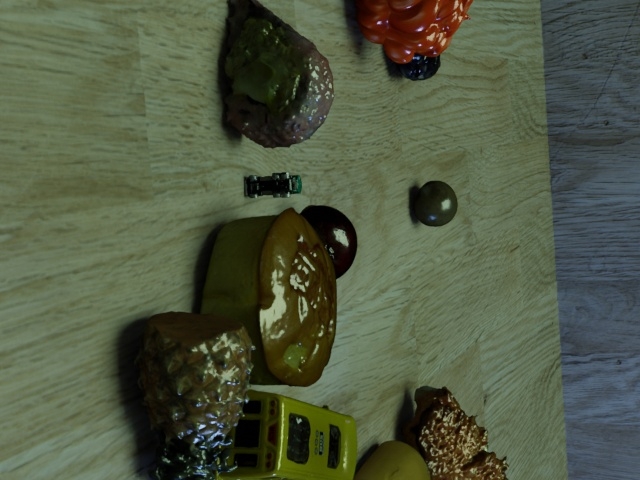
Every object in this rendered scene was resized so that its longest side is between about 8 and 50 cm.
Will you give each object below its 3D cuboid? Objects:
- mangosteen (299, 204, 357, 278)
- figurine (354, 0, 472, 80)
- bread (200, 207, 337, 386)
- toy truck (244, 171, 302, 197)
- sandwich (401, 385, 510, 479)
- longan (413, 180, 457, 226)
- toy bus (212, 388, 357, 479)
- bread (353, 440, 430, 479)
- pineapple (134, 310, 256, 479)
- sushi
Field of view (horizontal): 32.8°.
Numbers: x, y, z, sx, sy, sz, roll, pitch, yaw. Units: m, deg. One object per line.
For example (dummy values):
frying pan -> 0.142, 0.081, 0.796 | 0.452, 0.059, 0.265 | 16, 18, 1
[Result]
mangosteen -> 0.000, 0.000, 1.805 | 0.140, 0.140, 0.140 | -2, 90, -66
figurine -> 0.202, -0.480, 2.206 | 0.306, 0.241, 0.412 | -64, 170, -5
bread -> -0.065, 0.086, 1.600 | 0.270, 0.148, 0.269 | -2, 90, -67
toy truck -> -0.072, -0.084, 1.681 | 0.044, 0.083, 0.039 | -7, 94, -73
sandwich -> 0.258, 0.452, 2.310 | 0.162, 0.250, 0.301 | 173, -96, -71
longan -> 0.251, -0.082, 2.398 | 0.113, 0.092, 0.113 | -1, 92, -41
toy bus -> -0.047, 0.307, 1.621 | 0.331, 0.151, 0.145 | 32, 57, -61
bread -> 0.143, 0.465, 2.067 | 0.147, 0.098, 0.217 | 53, 26, -1
pineapple -> -0.170, 0.234, 1.392 | 0.158, 0.158, 0.278 | -16, 115, -65
sushi -> -0.060, -0.260, 1.623 | 0.107, 0.161, 0.241 | 25, 66, -62
